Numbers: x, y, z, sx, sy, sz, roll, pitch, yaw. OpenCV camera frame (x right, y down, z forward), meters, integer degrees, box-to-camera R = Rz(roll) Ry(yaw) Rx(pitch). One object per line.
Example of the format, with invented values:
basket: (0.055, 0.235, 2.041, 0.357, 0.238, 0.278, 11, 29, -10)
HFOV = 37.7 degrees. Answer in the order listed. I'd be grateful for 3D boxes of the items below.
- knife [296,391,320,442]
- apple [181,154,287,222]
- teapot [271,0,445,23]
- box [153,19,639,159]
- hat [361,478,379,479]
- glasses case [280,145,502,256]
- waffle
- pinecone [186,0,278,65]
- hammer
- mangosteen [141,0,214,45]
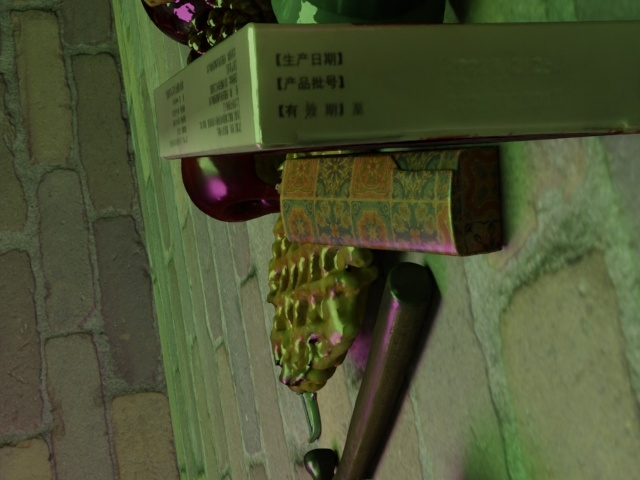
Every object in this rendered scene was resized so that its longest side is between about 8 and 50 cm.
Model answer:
knife: (-0.030, 0.155, 1.223, 0.054, 0.015, 0.212, 113, 147, -58)
apple: (-0.099, -0.109, 1.142, 0.156, 0.147, 0.158, 61, -161, -76)
teapot: (0.040, -0.252, 0.617, 0.225, 0.171, 0.203, 97, -168, -56)
box: (0.021, -0.089, 0.610, 0.353, 0.214, 0.069, -172, 78, -73)
hat: (0.063, 0.259, 0.720, 0.203, 0.203, 0.126, -169, 92, -73)
glasses case: (0.045, -0.031, 0.728, 0.218, 0.049, 0.075, 5, 102, 55)
waffle: (-0.003, 0.005, 0.963, 0.301, 0.058, 0.281, 117, 152, -54)
pinecone: (-0.054, -0.185, 0.956, 0.173, 0.173, 0.173, 174, 90, -74)
hammer: (0.043, 0.180, 0.933, 0.440, 0.044, 0.168, 101, 157, -46)
mangosteen: (-0.167, -0.342, 1.145, 0.192, 0.217, 0.192, -34, 46, 45)
